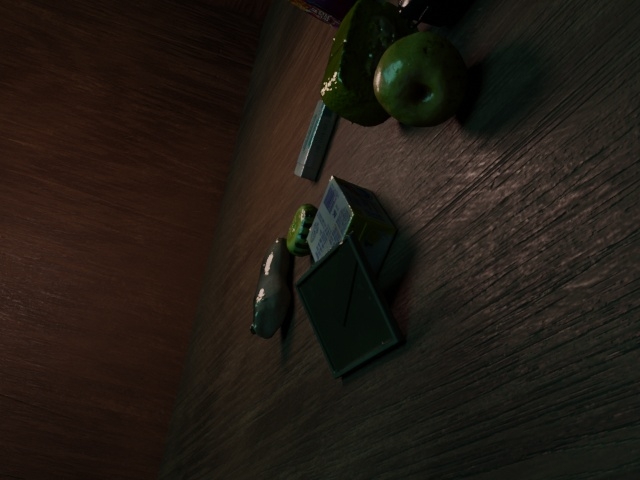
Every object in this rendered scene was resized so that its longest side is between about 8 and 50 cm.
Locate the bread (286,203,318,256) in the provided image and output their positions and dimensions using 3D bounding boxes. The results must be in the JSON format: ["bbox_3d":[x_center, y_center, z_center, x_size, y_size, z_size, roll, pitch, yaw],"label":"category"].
[{"bbox_3d":[-0.037,-0.024,2.107,0.130,0.071,0.139,-126,53,-75],"label":"bread"}]

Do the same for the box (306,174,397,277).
[{"bbox_3d":[0.057,-0.012,1.708,0.265,0.097,0.168,-114,44,-69],"label":"box"}]

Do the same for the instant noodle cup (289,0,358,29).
[{"bbox_3d":[0.039,-0.724,2.334,0.190,0.251,0.251,-62,16,7],"label":"instant noodle cup"}]

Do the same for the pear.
[{"bbox_3d":[0.179,-0.285,1.462,0.178,0.178,0.178,-163,90,-75],"label":"pear"}]

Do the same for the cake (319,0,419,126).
[{"bbox_3d":[0.114,-0.379,1.767,0.156,0.179,0.261,146,142,-66],"label":"cake"}]

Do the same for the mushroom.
[{"bbox_3d":[-0.129,0.124,2.231,0.351,0.097,0.109,-87,22,-50],"label":"mushroom"}]

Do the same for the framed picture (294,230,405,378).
[{"bbox_3d":[0.043,0.128,1.532,0.211,0.020,0.289,65,152,12],"label":"framed picture"}]

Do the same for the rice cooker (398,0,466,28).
[{"bbox_3d":[0.228,-0.499,1.606,0.203,0.118,0.142,137,147,-60],"label":"rice cooker"}]

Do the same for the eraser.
[{"bbox_3d":[-0.010,-0.284,2.338,0.095,0.052,0.225,-142,70,-72],"label":"eraser"}]

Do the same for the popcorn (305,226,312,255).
[{"bbox_3d":[0.000,0.000,1.979,0.083,0.057,0.082,-68,22,3],"label":"popcorn"}]
